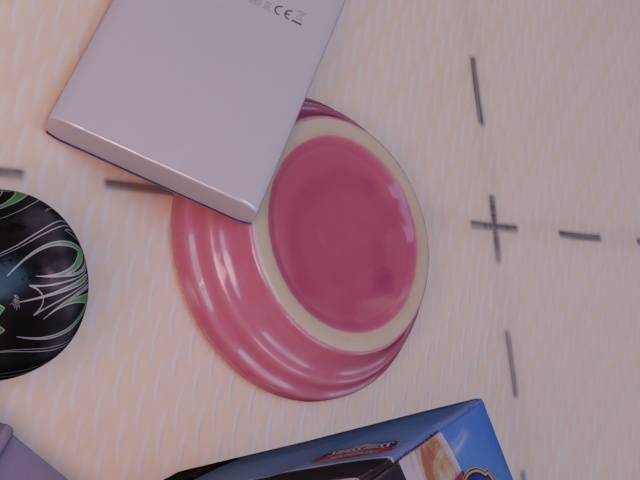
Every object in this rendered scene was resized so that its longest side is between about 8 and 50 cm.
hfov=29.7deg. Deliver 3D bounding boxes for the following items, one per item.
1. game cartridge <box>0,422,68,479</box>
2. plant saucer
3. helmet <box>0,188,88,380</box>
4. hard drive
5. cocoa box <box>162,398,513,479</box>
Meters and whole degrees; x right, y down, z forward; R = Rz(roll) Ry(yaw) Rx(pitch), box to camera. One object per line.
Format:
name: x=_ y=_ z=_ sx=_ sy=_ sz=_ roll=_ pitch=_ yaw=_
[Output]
game cartridge: x=-0.231 y=0.310 z=0.967 sx=0.355 sy=0.068 sz=0.230 roll=47 pitch=40 yaw=-25
plant saucer: x=0.000 y=0.000 z=1.270 sx=0.332 sy=0.084 sz=0.332 roll=14 pitch=68 yaw=-40
helmet: x=-0.265 y=0.035 z=0.966 sx=0.161 sy=0.169 sz=0.169 roll=-13 pitch=87 yaw=-35
hard drive: x=-0.109 y=-0.191 z=1.199 sx=0.210 sy=0.040 sz=0.318 roll=24 pitch=59 yaw=-7
cocoa box: x=-0.029 y=0.285 z=0.891 sx=0.228 sy=0.347 sz=0.231 roll=-20 pitch=89 yaw=-52
